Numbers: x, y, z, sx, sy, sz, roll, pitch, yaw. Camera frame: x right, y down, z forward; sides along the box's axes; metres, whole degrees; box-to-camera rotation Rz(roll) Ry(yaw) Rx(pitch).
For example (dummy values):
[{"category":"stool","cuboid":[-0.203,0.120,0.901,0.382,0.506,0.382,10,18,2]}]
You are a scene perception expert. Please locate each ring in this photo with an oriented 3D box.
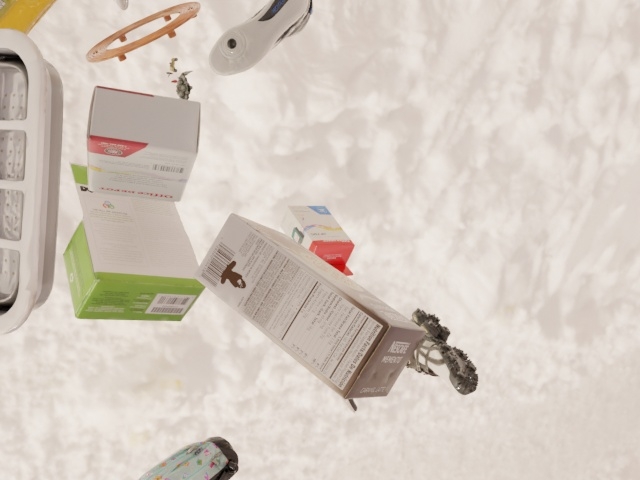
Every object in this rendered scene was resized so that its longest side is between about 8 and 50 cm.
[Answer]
[{"category":"ring","cuboid":[-0.466,-0.548,1.749,0.336,0.336,0.032,-39,125,-22]}]

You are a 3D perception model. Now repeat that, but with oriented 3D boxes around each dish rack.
[{"category":"dish rack","cuboid":[-0.393,-0.065,0.682,0.072,0.333,0.285,-7,101,-68]}]

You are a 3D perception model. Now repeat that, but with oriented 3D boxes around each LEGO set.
[{"category":"LEGO set","cuboid":[-0.199,-0.220,0.925,0.023,0.083,0.054,-13,132,-42]}]

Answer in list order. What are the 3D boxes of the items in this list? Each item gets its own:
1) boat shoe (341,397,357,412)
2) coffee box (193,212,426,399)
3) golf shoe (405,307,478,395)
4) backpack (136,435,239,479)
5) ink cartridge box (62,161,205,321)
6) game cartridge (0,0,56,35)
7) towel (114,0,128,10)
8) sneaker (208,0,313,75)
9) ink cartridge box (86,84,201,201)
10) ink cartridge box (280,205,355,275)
[{"category":"boat shoe","cuboid":[0.054,0.329,1.478,0.038,0.046,0.125,-32,93,-17]},{"category":"coffee box","cuboid":[-0.013,0.078,0.797,0.098,0.246,0.141,-58,154,5]},{"category":"golf shoe","cuboid":[0.191,0.203,1.097,0.077,0.198,0.094,30,106,-26]},{"category":"backpack","cuboid":[-0.265,0.468,1.289,0.182,0.115,0.152,-23,153,-45]},{"category":"ink cartridge box","cuboid":[-0.323,0.003,1.096,0.189,0.255,0.097,8,133,-41]},{"category":"game cartridge","cuboid":[-0.618,-0.509,1.144,0.324,0.053,0.285,36,67,-20]},{"category":"towel","cuboid":[-0.593,-0.771,1.765,0.034,0.285,0.209,-25,144,-21]},{"category":"sneaker","cuboid":[-0.097,-0.372,1.198,0.217,0.079,0.121,-34,-178,17]},{"category":"ink cartridge box","cuboid":[-0.231,-0.117,0.847,0.127,0.175,0.072,6,72,-18]},{"category":"ink cartridge box","cuboid":[0.000,0.000,1.827,0.134,0.231,0.078,-2,130,-35]}]
